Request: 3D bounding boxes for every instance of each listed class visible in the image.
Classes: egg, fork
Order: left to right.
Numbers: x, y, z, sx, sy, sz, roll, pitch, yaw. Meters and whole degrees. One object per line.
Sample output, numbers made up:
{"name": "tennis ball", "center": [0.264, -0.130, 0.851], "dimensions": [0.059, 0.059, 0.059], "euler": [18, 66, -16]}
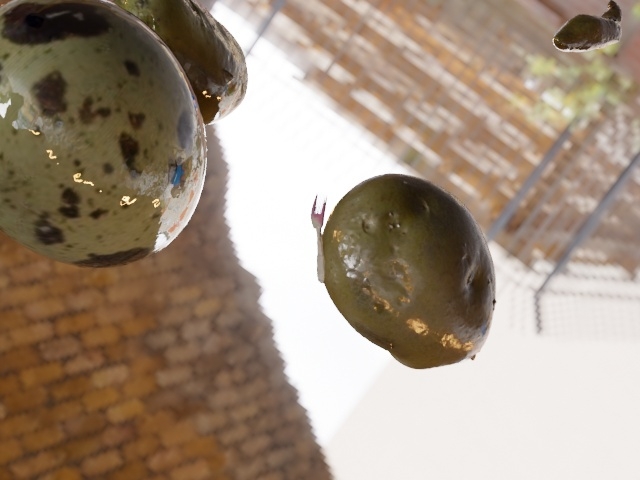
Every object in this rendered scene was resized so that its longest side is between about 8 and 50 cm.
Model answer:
{"name": "egg", "center": [-0.276, -0.117, 1.929], "dimensions": [0.288, 0.287, 0.379], "euler": [55, 175, 44]}
{"name": "fork", "center": [-0.001, 0.001, 1.634], "dimensions": [0.016, 0.115, 0.012], "euler": [30, -131, 29]}

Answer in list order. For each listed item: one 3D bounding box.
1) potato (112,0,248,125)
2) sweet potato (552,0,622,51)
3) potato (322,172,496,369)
{"name": "potato", "center": [-0.176, -0.222, 2.181], "dimensions": [0.111, 0.160, 0.271], "euler": [41, -178, 32]}
{"name": "sweet potato", "center": [0.269, -0.206, 1.640], "dimensions": [0.153, 0.038, 0.041], "euler": [-29, -89, -53]}
{"name": "potato", "center": [0.097, 0.034, 1.781], "dimensions": [0.235, 0.178, 0.160], "euler": [58, 178, -20]}
